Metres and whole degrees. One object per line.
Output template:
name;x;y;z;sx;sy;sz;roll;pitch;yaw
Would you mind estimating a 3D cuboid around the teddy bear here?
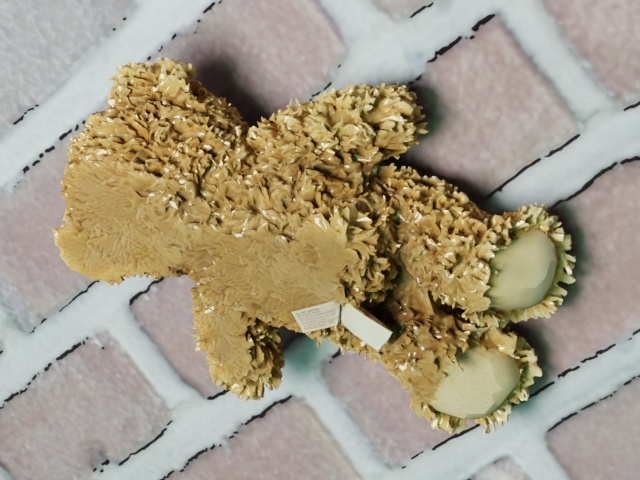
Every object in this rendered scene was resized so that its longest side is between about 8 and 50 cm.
teddy bear;0.000;0.000;1.224;0.338;0.113;0.245;8;124;18
